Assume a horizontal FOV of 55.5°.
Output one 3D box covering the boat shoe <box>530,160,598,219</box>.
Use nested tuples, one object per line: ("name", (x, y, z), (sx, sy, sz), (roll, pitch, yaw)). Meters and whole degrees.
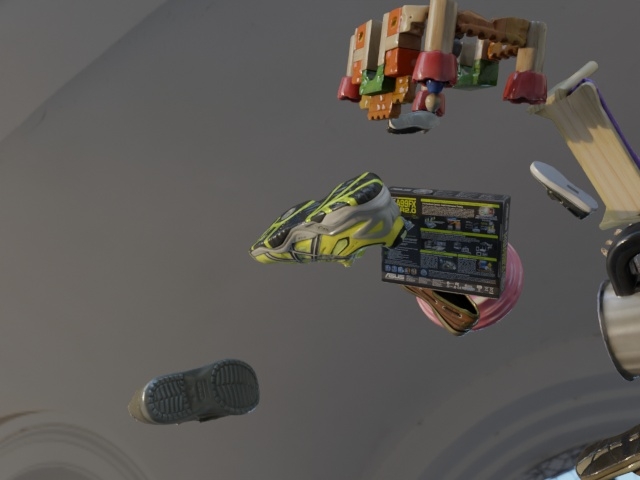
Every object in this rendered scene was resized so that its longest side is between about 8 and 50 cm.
("boat shoe", (0.443, -0.091, 1.126), (0.049, 0.142, 0.040), (-39, -16, -43))

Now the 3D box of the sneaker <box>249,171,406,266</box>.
("sneaker", (0.000, 0.000, 1.218), (0.385, 0.145, 0.147), (-18, -63, 47))

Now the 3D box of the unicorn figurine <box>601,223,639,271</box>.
("unicorn figurine", (0.796, 0.030, 1.577), (0.060, 0.111, 0.162), (-48, -17, -18))

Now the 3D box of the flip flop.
("flip flop", (0.621, 0.414, 1.158), (0.080, 0.112, 0.277), (48, -55, -3))

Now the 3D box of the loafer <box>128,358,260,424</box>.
("loafer", (-0.198, 0.243, 0.973), (0.088, 0.094, 0.251), (-20, -20, 33))

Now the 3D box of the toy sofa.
("toy sofa", (0.656, -0.217, 1.377), (0.150, 0.177, 0.362), (-38, -84, -28))

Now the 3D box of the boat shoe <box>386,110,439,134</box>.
("boat shoe", (0.207, -0.262, 1.374), (0.125, 0.046, 0.038), (-12, -17, -20))

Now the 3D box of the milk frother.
("milk frother", (0.304, 0.031, 0.476), (0.135, 0.129, 0.143), (-18, -4, 41))

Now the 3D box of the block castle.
("block castle", (0.247, -0.357, 1.346), (0.303, 0.453, 0.212), (5, -84, -22))

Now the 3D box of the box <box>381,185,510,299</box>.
("box", (0.265, 0.000, 1.322), (0.270, 0.060, 0.216), (6, -72, 27))

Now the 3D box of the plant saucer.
("plant saucer", (0.435, 0.106, 1.832), (0.332, 0.332, 0.084), (-32, -40, 12))

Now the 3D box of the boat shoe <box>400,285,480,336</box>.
("boat shoe", (0.300, 0.109, 1.603), (0.111, 0.307, 0.104), (-37, -21, -28))
